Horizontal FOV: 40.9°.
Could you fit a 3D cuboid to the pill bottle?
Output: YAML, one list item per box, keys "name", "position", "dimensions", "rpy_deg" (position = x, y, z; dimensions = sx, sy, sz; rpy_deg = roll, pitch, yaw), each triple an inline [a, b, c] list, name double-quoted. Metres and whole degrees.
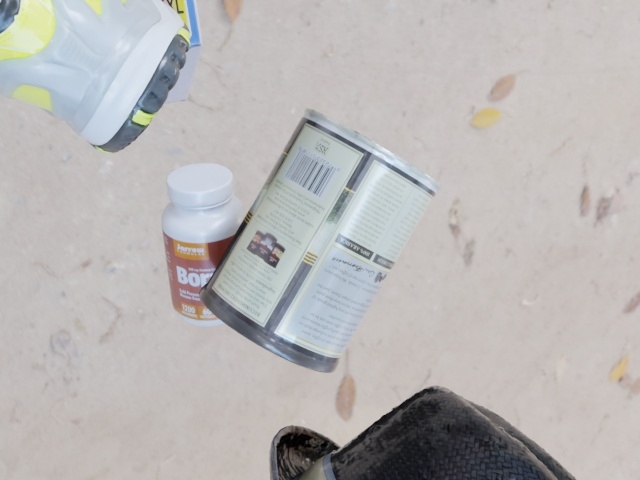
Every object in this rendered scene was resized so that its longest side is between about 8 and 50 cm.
- name: "pill bottle"
  position: [-0.164, 0.005, 1.234]
  dimensions: [0.121, 0.121, 0.216]
  rpy_deg: [-16, 124, -23]

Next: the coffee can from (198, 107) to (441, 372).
- name: "coffee can"
  position: [0.000, 0.000, 1.096]
  dimensions: [0.201, 0.201, 0.275]
  rpy_deg: [28, 95, -32]

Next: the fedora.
- name: "fedora"
  position: [0.120, 0.221, 0.622]
  dimensions: [0.152, 0.334, 0.334]
  rpy_deg: [-48, 122, 4]

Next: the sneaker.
- name: "sneaker"
  position: [-0.234, -0.200, 0.654]
  dimensions: [0.147, 0.385, 0.145]
  rpy_deg: [30, 93, -41]

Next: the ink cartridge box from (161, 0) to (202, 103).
- name: "ink cartridge box"
  position: [-0.261, -0.395, 1.115]
  dimensions: [0.151, 0.270, 0.395]
  rpy_deg: [-7, 86, -13]
